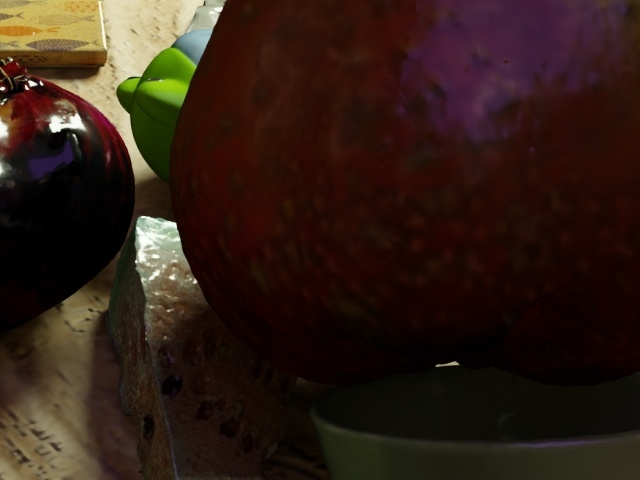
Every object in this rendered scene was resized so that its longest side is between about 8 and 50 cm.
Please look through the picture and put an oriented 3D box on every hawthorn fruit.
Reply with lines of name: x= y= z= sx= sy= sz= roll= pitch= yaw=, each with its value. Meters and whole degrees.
hawthorn fruit: x=0.089 y=-0.089 z=0.948 sx=0.403 sy=0.402 sz=0.402 roll=7 pitch=46 yaw=-7

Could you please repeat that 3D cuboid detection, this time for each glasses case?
glasses case: x=-0.288 y=-0.191 z=1.283 sx=0.170 sy=0.041 sz=0.064 roll=-2 pitch=59 yaw=-16

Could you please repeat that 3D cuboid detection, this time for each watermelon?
watermelon: x=-0.087 y=0.111 z=1.025 sx=0.154 sy=0.094 sz=0.241 roll=13 pitch=46 yaw=-15

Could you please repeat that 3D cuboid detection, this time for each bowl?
bowl: x=0.138 y=0.175 z=0.933 sx=0.289 sy=0.146 sz=0.289 roll=-2 pitch=5 yaw=0

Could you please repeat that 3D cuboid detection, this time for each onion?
onion: x=-0.276 y=-0.035 z=1.023 sx=0.281 sy=0.221 sz=0.280 roll=6 pitch=73 yaw=-21

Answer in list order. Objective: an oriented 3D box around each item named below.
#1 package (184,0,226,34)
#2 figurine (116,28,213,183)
package: x=-0.057 y=-0.212 z=1.365 sx=0.154 sy=0.030 sz=0.239 roll=12 pitch=46 yaw=0
figurine: x=-0.043 y=-0.090 z=1.177 sx=0.263 sy=0.143 sz=0.162 roll=18 pitch=6 yaw=-21
